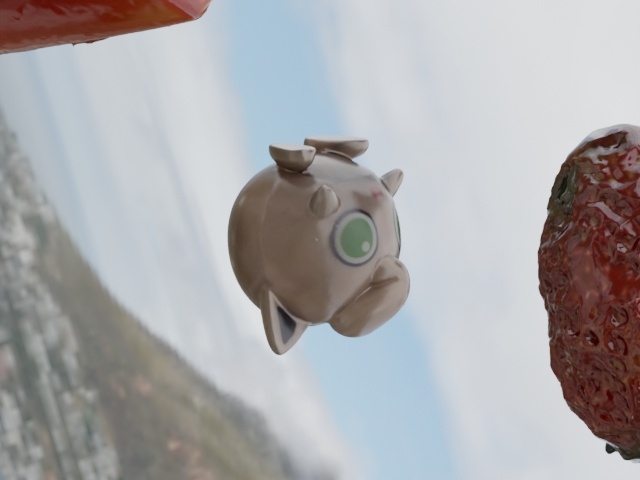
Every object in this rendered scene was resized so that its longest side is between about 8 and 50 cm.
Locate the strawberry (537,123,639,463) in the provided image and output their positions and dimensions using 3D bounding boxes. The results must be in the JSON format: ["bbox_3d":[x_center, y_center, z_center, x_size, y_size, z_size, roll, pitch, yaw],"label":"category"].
[{"bbox_3d":[0.361,0.059,1.757,0.310,0.292,0.292,57,0,-24],"label":"strawberry"}]

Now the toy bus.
[{"bbox_3d":[-0.123,-0.135,0.803,0.079,0.174,0.077,34,60,-47],"label":"toy bus"}]

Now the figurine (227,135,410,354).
[{"bbox_3d":[0.000,0.000,1.131,0.125,0.125,0.138,-154,-120,-80],"label":"figurine"}]
